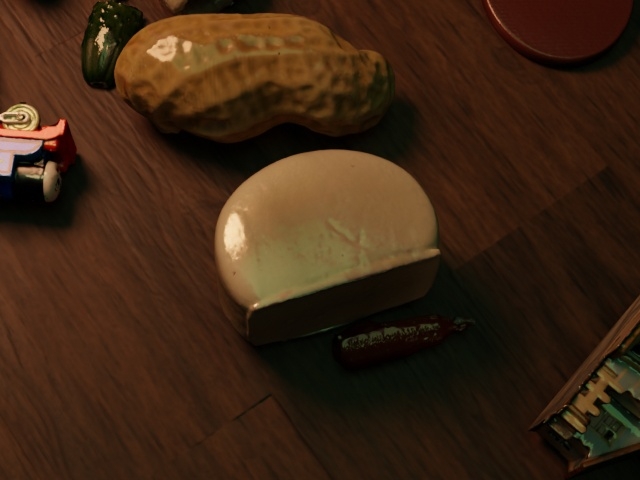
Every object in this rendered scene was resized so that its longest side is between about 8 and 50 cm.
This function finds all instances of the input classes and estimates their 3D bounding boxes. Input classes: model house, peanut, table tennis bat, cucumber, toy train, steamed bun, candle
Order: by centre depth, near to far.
[{"bbox_3d":[0.384,0.172,1.117,0.206,0.178,0.271,43,68,9],"label":"model house"},{"bbox_3d":[0.000,0.000,1.153,0.242,0.146,0.164,-17,66,-11],"label":"steamed bun"},{"bbox_3d":[0.093,0.102,1.178,0.162,0.048,0.053,-12,54,-10],"label":"candle"},{"bbox_3d":[-0.384,-0.086,1.187,0.204,0.082,0.131,4,69,-2],"label":"toy train"},{"bbox_3d":[-0.072,-0.186,1.228,0.325,0.140,0.153,5,87,-8],"label":"peanut"},{"bbox_3d":[-0.255,-0.237,1.282,0.067,0.035,0.107,9,70,-4],"label":"cucumber"},{"bbox_3d":[0.301,-0.366,1.383,0.200,0.038,0.310,-1,70,-6],"label":"table tennis bat"}]

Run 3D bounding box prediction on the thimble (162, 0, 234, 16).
[{"bbox_3d":[-0.148,-0.330,1.294,0.115,0.102,0.090,-41,77,12],"label":"thimble"}]
